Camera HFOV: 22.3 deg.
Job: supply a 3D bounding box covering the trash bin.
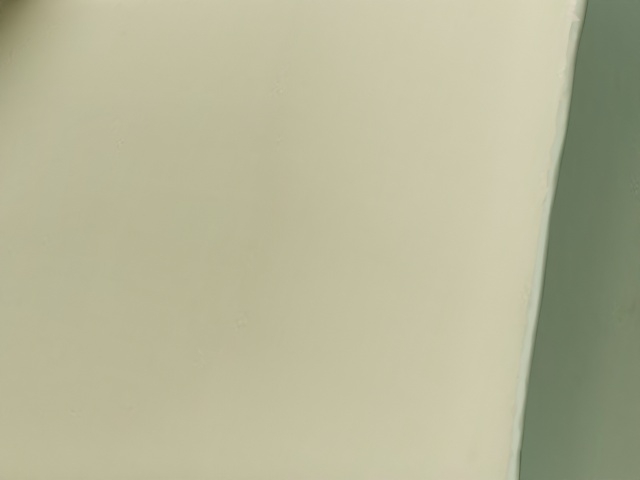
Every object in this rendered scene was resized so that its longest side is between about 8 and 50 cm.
[{"bbox_3d":[0.000,0.000,0.581,0.256,0.367,0.296,21,74,-39],"label":"trash bin"}]
